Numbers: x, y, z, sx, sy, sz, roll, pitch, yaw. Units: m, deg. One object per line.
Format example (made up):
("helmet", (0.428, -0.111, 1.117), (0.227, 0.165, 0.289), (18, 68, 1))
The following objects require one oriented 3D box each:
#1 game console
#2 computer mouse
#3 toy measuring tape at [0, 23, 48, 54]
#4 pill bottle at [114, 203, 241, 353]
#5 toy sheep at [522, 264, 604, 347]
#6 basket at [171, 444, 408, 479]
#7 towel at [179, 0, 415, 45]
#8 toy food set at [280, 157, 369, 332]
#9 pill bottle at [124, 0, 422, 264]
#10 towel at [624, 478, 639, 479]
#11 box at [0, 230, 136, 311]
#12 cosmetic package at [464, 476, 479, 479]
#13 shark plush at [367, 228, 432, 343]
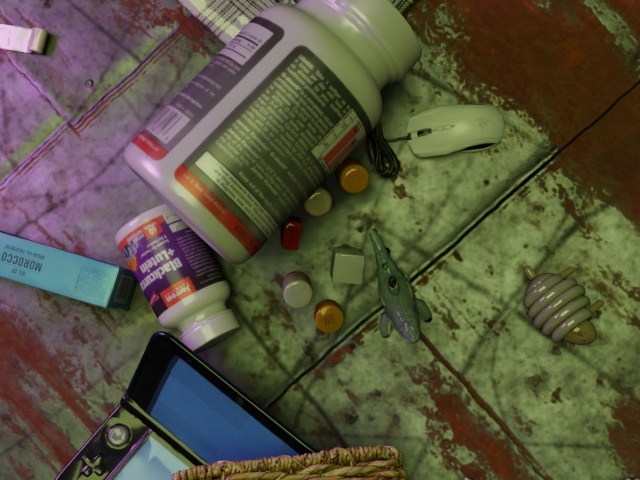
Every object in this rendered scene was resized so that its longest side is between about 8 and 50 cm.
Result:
("game console", (-0.177, 0.310, 1.401), (0.293, 0.173, 0.250), (37, 72, 10))
("computer mouse", (0.155, -0.151, 1.475), (0.193, 0.042, 0.106), (-10, 83, 6))
("toy measuring tape", (-0.564, -0.326, 1.546), (0.330, 0.121, 0.121), (13, 86, 8))
("pill bottle", (-0.189, 0.054, 1.465), (0.108, 0.108, 0.193), (-31, 82, 3))
("toy sheep", (0.313, 0.084, 1.415), (0.091, 0.091, 0.132), (-41, 68, 2))
("basket", (-0.033, 0.400, 1.332), (0.299, 0.213, 0.223), (-6, 60, -14))
("towel", (-0.035, -0.390, 1.484), (0.324, 0.056, 0.312), (44, 91, -4))
("toy food set", (0.000, 0.000, 1.471), (0.111, 0.104, 0.232), (4, 103, -6))
("pill bottle", (-0.054, -0.163, 1.367), (0.210, 0.210, 0.363), (43, 84, 9))
("towel", (0.377, 0.476, 1.394), (0.209, 0.034, 0.285), (-25, 82, 5))
("box", (-0.385, 0.035, 1.497), (0.244, 0.100, 0.060), (16, 86, 8))
("cosmetic package", (0.178, 0.436, 1.393), (0.099, 0.060, 0.239), (27, 88, 34))
("shark plush", (0.106, 0.060, 1.449), (0.073, 0.067, 0.161), (-9, 84, 6))
